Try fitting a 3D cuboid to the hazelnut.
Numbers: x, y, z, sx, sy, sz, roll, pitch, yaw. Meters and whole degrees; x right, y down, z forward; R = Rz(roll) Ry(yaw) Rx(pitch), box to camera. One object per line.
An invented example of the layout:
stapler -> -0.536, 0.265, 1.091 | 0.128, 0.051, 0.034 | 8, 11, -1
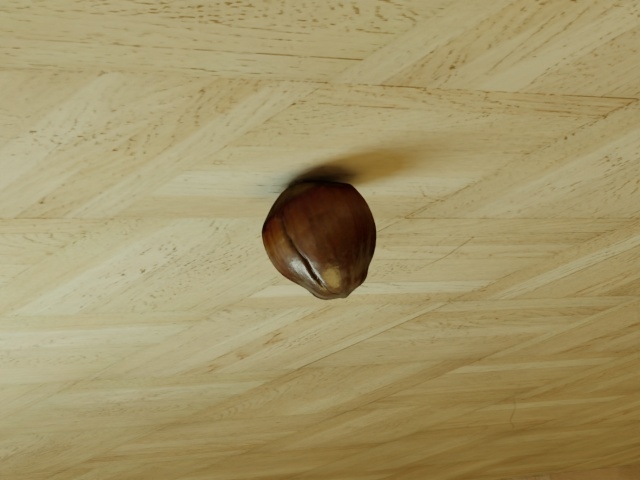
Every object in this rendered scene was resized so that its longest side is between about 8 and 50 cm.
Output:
hazelnut -> 0.000, 0.000, 1.284 | 0.086, 0.086, 0.086 | -10, 166, -2
